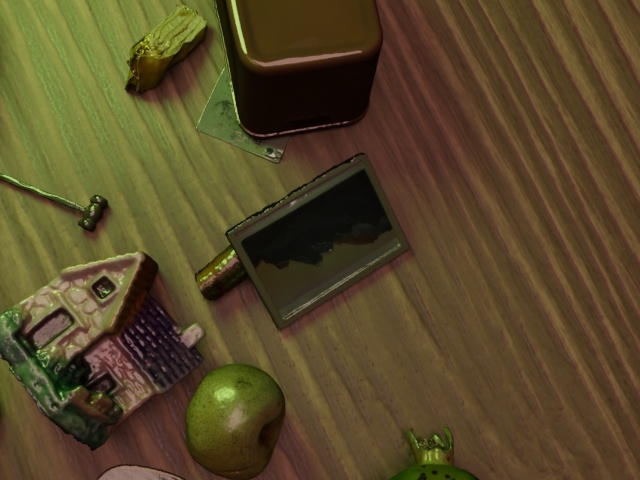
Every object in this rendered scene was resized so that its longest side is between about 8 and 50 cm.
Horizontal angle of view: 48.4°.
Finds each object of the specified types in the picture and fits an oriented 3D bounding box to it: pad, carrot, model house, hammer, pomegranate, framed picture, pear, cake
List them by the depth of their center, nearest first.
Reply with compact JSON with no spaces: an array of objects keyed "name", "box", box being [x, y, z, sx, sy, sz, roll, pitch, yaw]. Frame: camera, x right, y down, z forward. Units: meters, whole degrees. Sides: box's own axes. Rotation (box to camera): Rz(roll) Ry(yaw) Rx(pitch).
[{"name":"model house","box":[-0.309,0.139,1.046,0.237,0.202,0.237,-40,84,-11]},{"name":"pomegranate","box":[0.158,0.402,1.056,0.198,0.198,0.246,-22,45,-10]},{"name":"pear","box":[-0.129,0.267,1.062,0.137,0.167,0.167,16,76,15]},{"name":"framed picture","box":[0.000,0.000,1.158,0.265,0.018,0.192,-32,110,-11]},{"name":"carrot","box":[-0.093,0.006,1.169,0.260,0.070,0.070,-38,84,-9]},{"name":"hammer","box":[-0.495,-0.095,1.173,0.292,0.029,0.058,22,75,2]},{"name":"cake","box":[-0.268,-0.321,1.237,0.080,0.116,0.185,27,45,-4]},{"name":"pad","box":[-0.096,-0.281,1.258,0.160,0.009,0.265,22,76,0]}]

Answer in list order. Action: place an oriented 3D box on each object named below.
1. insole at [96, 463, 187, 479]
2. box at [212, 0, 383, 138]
[{"name":"insole","box":[-0.190,0.449,1.088,0.348,0.009,0.119,30,76,2]},{"name":"box","box":[-0.047,-0.377,1.166,0.240,0.229,0.339,-11,77,-7]}]
